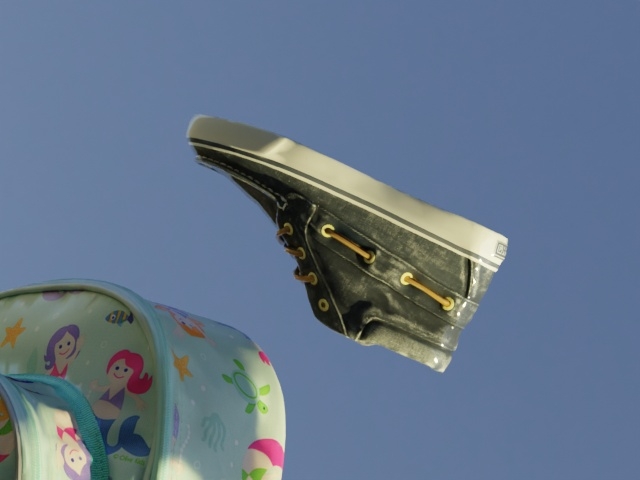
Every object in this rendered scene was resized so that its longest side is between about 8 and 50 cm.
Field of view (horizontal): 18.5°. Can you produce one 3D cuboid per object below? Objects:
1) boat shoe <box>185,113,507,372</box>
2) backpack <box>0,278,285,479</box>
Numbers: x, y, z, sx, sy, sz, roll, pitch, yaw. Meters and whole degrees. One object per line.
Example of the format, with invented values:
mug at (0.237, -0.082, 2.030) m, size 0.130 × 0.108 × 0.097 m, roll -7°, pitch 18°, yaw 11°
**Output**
boat shoe at (0.000, 0.000, 1.033) m, size 0.183 × 0.065 × 0.083 m, roll 24°, pitch -90°, yaw 11°
backpack at (-0.133, 0.145, 0.977) m, size 0.225 × 0.191 × 0.254 m, roll -5°, pitch -114°, yaw 45°
